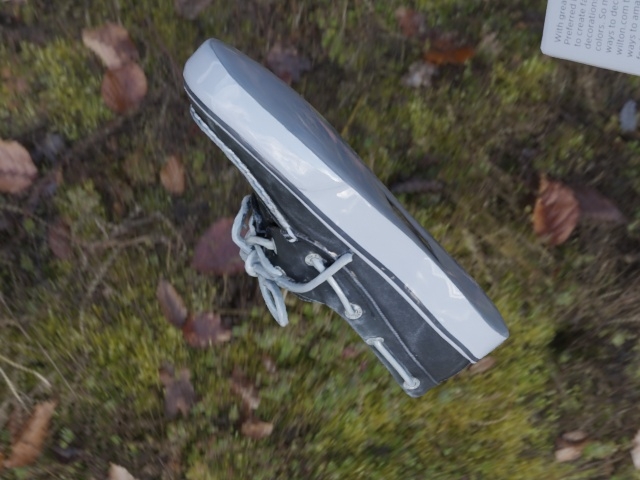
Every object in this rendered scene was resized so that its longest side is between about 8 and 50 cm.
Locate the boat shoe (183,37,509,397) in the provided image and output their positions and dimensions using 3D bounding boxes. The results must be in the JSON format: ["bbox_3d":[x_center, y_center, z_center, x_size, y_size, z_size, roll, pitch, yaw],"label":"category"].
[{"bbox_3d":[-0.001,-0.002,0.925,0.105,0.306,0.113,-39,37,11],"label":"boat shoe"}]

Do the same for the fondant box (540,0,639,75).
[{"bbox_3d":[0.260,-0.172,0.617,0.096,0.330,0.238,-4,108,-38],"label":"fondant box"}]
